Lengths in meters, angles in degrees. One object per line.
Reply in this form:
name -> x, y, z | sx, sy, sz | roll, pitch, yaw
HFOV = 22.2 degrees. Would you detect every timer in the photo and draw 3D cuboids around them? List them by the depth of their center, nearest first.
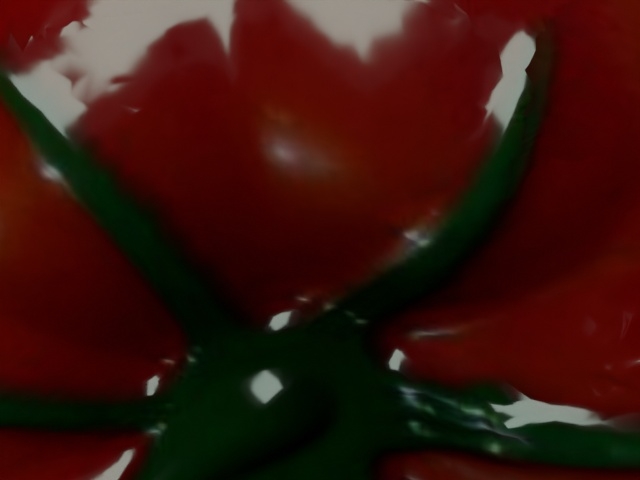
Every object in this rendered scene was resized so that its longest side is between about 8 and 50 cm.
timer -> 0.000, 0.000, 0.611 | 0.378, 0.378, 0.279 | -11, 29, 12
